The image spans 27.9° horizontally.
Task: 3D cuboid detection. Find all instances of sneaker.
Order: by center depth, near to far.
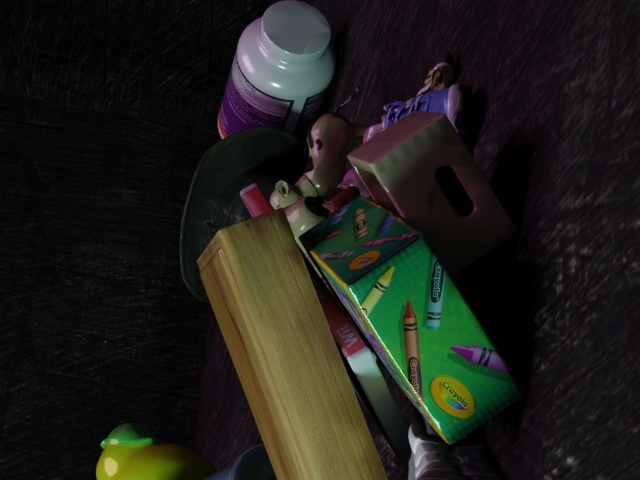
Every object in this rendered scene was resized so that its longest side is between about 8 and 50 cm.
[{"bbox_3d":[0.108,0.251,1.095,0.229,0.086,0.132,-77,-5,-73],"label":"sneaker"},{"bbox_3d":[0.109,-0.119,1.408,0.211,0.081,0.080,136,144,-72],"label":"sneaker"},{"bbox_3d":[0.137,-0.184,1.484,0.083,0.031,0.035,123,169,-57],"label":"sneaker"}]

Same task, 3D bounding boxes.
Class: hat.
[{"bbox_3d":[-0.092,-0.025,2.204,0.134,0.331,0.331,25,110,41],"label":"hat"}]

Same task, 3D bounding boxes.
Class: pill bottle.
[{"bbox_3d":[-0.077,-0.289,2.360,0.323,0.181,0.181,115,162,-56],"label":"pill bottle"}]

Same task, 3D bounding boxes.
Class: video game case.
[{"bbox_3d":[0.010,0.088,1.354,0.285,0.025,0.204,55,173,45],"label":"video game case"}]

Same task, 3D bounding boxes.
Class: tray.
[{"bbox_3d":[-0.012,0.186,1.276,0.203,0.076,0.411,141,109,-75],"label":"tray"}]

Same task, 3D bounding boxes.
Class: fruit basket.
[{"bbox_3d":[-0.179,0.435,1.924,0.392,0.283,0.392,177,90,-72],"label":"fruit basket"}]

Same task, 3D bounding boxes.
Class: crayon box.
[{"bbox_3d":[0.073,0.062,1.172,0.165,0.081,0.278,57,177,-12],"label":"crayon box"}]

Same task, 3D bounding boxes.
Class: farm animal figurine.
[{"bbox_3d":[0.000,0.000,1.652,0.330,0.172,0.327,-99,20,-62],"label":"farm animal figurine"}]

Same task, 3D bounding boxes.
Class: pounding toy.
[{"bbox_3d":[0.114,-0.031,1.238,0.181,0.094,0.206,57,177,-11],"label":"pounding toy"}]

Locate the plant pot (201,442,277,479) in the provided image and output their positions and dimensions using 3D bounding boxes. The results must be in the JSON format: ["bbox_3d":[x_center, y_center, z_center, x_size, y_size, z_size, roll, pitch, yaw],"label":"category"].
[{"bbox_3d":[-0.078,0.389,1.550,0.255,0.271,0.272,-55,23,33],"label":"plant pot"}]
